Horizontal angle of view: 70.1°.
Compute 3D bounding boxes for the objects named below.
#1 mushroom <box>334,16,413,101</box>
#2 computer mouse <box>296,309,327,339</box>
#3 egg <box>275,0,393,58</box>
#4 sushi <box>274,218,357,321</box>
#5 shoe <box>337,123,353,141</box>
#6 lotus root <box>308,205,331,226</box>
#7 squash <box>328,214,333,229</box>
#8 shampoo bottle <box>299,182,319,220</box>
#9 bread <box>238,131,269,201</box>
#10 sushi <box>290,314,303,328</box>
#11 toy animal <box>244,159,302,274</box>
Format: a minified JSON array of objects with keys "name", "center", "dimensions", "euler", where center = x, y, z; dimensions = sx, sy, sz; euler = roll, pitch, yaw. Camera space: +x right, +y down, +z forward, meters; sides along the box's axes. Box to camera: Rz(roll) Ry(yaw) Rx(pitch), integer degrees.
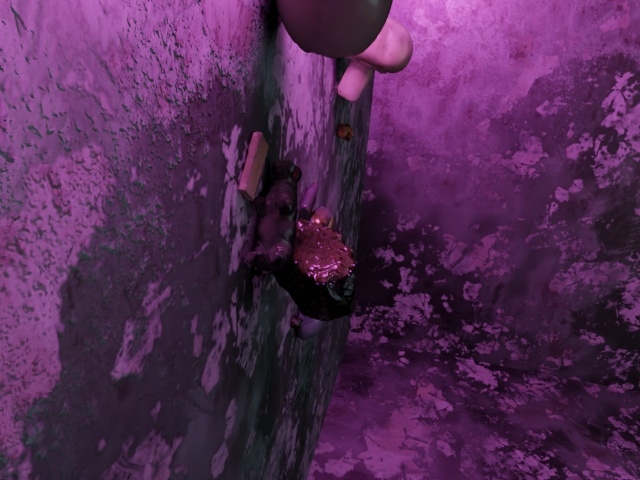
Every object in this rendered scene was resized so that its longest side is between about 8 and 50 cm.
[{"name":"mushroom","center":[0.188,-0.720,1.803],"dimensions":[0.336,0.314,0.314],"euler":[-60,-179,29]},{"name":"computer mouse","center":[-0.009,0.274,1.969],"dimensions":[0.371,0.121,0.188],"euler":[-73,167,-53]},{"name":"egg","center":[0.033,-0.601,1.014],"dimensions":[0.278,0.278,0.336],"euler":[-70,170,-47]},{"name":"sushi","center":[-0.015,0.072,1.289],"dimensions":[0.350,0.210,0.171],"euler":[-123,-145,-58]},{"name":"shoe","center":[0.119,-0.502,2.121],"dimensions":[0.109,0.072,0.069],"euler":[-4,97,-79]},{"name":"lotus root","center":[-0.010,-0.072,1.703],"dimensions":[0.113,0.088,0.192],"euler":[-41,-167,32]},{"name":"squash","center":[0.000,0.000,1.898],"dimensions":[0.083,0.083,0.250],"euler":[1,101,-79]},{"name":"shampoo bottle","center":[-0.039,-0.147,1.658],"dimensions":[0.080,0.040,0.165],"euler":[87,16,-47]},{"name":"bread","center":[-0.155,-0.172,1.059],"dimensions":[0.068,0.028,0.154],"euler":[61,40,-73]},{"name":"sushi","center":[-0.098,0.315,1.756],"dimensions":[0.046,0.044,0.083],"euler":[-57,162,-10]},{"name":"toy animal","center":[-0.107,-0.080,1.188],"dimensions":[0.168,0.106,0.343],"euler":[75,23,-64]}]
